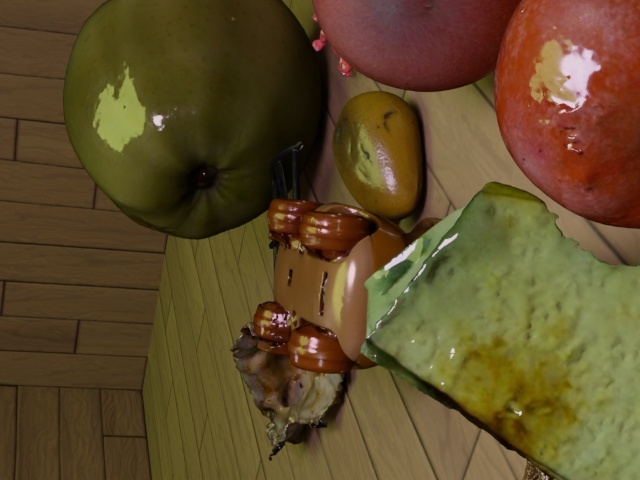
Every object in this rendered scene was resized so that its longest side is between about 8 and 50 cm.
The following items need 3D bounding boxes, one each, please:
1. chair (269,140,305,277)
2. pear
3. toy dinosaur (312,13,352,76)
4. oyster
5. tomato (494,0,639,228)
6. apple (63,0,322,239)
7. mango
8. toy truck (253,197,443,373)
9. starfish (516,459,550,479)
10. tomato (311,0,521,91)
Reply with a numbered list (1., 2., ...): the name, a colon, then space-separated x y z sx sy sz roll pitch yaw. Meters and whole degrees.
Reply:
1. chair: 0.000 0.000 1.648 0.154 0.141 0.260 133 137 -64
2. pear: 0.181 0.083 0.913 0.176 0.286 0.282 -56 -8 -1
3. toy dinosaur: 0.046 -0.388 1.768 0.139 0.070 0.286 -49 35 47
4. oyster: -0.048 0.246 1.783 0.198 0.133 0.337 38 144 22
5. tomato: 0.227 -0.116 0.798 0.184 0.208 0.208 -99 21 -55
6. apple: -0.218 -0.231 1.922 0.473 0.474 0.473 -175 90 -74
7. mango: 0.081 -0.113 1.478 0.137 0.098 0.195 -52 42 36
8. toy truck: 0.046 0.059 1.357 0.288 0.212 0.204 -163 79 -70
9. starfish: 0.208 0.213 1.083 0.078 0.028 0.091 109 156 -57
10. tomato: 0.112 -0.283 1.166 0.224 0.256 0.255 -78 2 -60
